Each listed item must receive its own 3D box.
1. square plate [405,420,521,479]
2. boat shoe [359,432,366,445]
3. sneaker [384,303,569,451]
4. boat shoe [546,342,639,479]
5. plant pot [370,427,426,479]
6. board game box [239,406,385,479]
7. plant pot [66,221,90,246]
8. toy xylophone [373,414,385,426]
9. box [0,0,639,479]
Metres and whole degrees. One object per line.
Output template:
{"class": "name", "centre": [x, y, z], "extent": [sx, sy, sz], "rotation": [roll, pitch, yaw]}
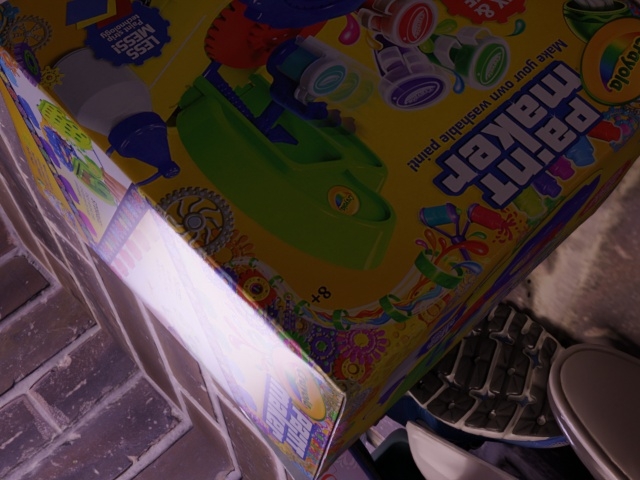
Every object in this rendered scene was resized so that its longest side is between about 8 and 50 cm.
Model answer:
{"class": "square plate", "centre": [0.252, 0.318, 0.821], "extent": [0.344, 0.049, 0.347], "rotation": [26, 164, 29]}
{"class": "boat shoe", "centre": [-0.019, 0.298, 1.426], "extent": [0.226, 0.083, 0.075], "rotation": [35, 152, 32]}
{"class": "sneaker", "centre": [0.148, 0.146, 0.858], "extent": [0.147, 0.129, 0.330], "rotation": [40, 162, -26]}
{"class": "boat shoe", "centre": [0.306, 0.214, 0.643], "extent": [0.335, 0.112, 0.095], "rotation": [38, 150, 20]}
{"class": "plant pot", "centre": [0.116, 0.445, 1.218], "extent": [0.247, 0.248, 0.252], "rotation": [45, 174, 14]}
{"class": "board game box", "centre": [-0.035, 0.174, 0.942], "extent": [0.318, 0.066, 0.318], "rotation": [55, 176, -6]}
{"class": "plant pot", "centre": [-0.264, -0.092, 1.142], "extent": [0.205, 0.188, 0.205], "rotation": [41, 156, 23]}
{"class": "toy xylophone", "centre": [-0.003, 0.149, 1.168], "extent": [0.323, 0.081, 0.236], "rotation": [19, 143, 53]}
{"class": "box", "centre": [0.011, -0.067, 0.525], "extent": [0.279, 0.290, 0.177], "rotation": [43, 156, 16]}
